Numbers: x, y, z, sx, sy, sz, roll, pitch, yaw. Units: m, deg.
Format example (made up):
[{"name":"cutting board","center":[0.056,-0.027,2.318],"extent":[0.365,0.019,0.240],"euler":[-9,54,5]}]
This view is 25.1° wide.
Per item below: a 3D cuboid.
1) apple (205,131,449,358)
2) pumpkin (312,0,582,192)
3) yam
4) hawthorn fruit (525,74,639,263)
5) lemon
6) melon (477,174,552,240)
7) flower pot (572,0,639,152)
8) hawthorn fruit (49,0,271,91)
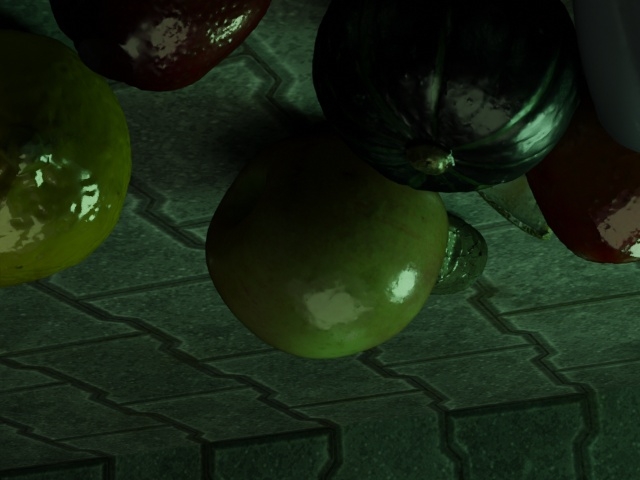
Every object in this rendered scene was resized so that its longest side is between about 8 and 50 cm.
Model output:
[{"name":"apple","center":[0.000,0.000,1.979],"extent":[0.277,0.319,0.319],"euler":[30,144,-35]},{"name":"pumpkin","center":[0.137,-0.172,1.575],"extent":[0.315,0.238,0.315],"euler":[14,156,7]},{"name":"yam","center":[0.140,0.007,2.252],"extent":[0.154,0.154,0.254],"euler":[-16,160,32]},{"name":"hawthorn fruit","center":[0.401,-0.073,1.829],"extent":[0.254,0.300,0.254],"euler":[-29,174,-3]},{"name":"lemon","center":[-0.375,-0.093,1.681],"extent":[0.336,0.336,0.336],"euler":[-2,160,-1]},{"name":"melon","center":[0.313,-0.059,2.145],"extent":[0.202,0.139,0.093],"euler":[12,133,-29]},{"name":"flower pot","center":[0.368,-0.251,1.447],"extent":[0.265,0.265,0.243],"euler":[-11,144,21]},{"name":"hawthorn fruit","center":[-0.130,-0.270,1.362],"extent":[0.266,0.230,0.210],"euler":[-23,173,-9]}]
